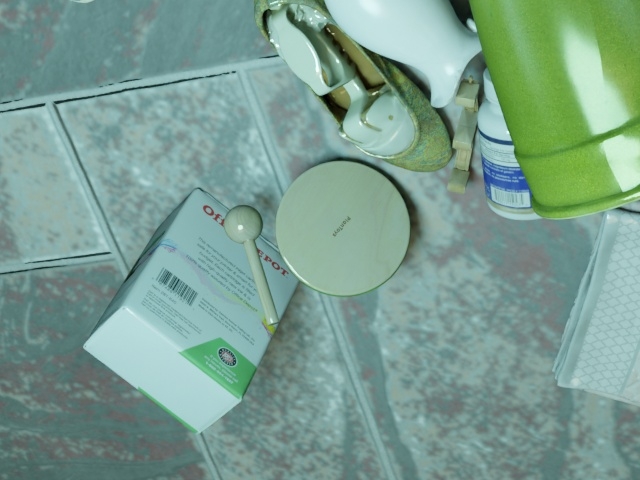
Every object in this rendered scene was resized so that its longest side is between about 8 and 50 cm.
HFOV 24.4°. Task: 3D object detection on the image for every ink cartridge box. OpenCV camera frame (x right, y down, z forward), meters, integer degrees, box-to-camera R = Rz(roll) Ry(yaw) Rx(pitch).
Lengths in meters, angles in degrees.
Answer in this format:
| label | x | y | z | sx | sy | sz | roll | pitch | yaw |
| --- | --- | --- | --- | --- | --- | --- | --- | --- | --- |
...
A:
| label | x | y | z | sx | sy | sz | roll | pitch | yaw |
| --- | --- | --- | --- | --- | --- | --- | --- | --- | --- |
| ink cartridge box | -0.169 | 0.092 | 2.038 | 0.201 | 0.278 | 0.117 | 39 | 129 | -11 |

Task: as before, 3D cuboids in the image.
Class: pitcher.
| label | x | y | z | sx | sy | sz | roll | pitch | yaw |
| --- | --- | --- | --- | --- | --- | --- | --- | --- | --- |
| pitcher | 0.120 | -0.290 | 1.786 | 0.207 | 0.125 | 0.177 | 39 | 95 | -13 |

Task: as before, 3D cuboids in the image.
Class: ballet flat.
| label | x | y | z | sx | sy | sz | roll | pitch | yaw |
| --- | --- | --- | --- | --- | --- | --- | --- | --- | --- |
| ballet flat | 0.036 | -0.196 | 1.871 | 0.123 | 0.123 | 0.348 | -27 | 113 | 31 |

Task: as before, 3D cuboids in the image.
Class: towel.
| label | x | y | z | sx | sy | sz | roll | pitch | yaw |
| --- | --- | --- | --- | --- | --- | --- | --- | --- | --- |
| towel | 0.496 | 0.111 | 1.982 | 0.317 | 0.053 | 0.331 | 15 | 128 | 7 |

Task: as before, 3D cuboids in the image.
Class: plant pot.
| label | x | y | z | sx | sy | sz | roll | pitch | yaw |
| --- | --- | --- | --- | --- | --- | --- | --- | --- | --- |
| plant pot | 0.314 | -0.266 | 1.614 | 0.367 | 0.366 | 0.353 | -24 | 103 | 30 |

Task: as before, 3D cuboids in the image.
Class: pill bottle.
| label | x | y | z | sx | sy | sz | roll | pitch | yaw |
| --- | --- | --- | --- | --- | --- | --- | --- | --- | --- |
| pill bottle | 0.254 | -0.130 | 1.849 | 0.112 | 0.112 | 0.186 | 1 | 124 | 17 |

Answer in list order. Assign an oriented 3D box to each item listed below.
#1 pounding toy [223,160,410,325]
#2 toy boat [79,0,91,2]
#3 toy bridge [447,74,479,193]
| label | x | y | z | sx | sy | sz | roll | pitch | yaw |
| --- | --- | --- | --- | --- | --- | --- | --- | --- | --- |
| pounding toy | 0.000 | 0.000 | 2.016 | 0.237 | 0.110 | 0.182 | -22 | 86 | -9 |
| toy boat | -0.393 | -0.400 | 1.840 | 0.318 | 0.148 | 0.267 | -7 | 122 | 22 |
| toy bridge | 0.185 | -0.143 | 1.887 | 0.026 | 0.063 | 0.188 | 13 | 143 | 10 |
